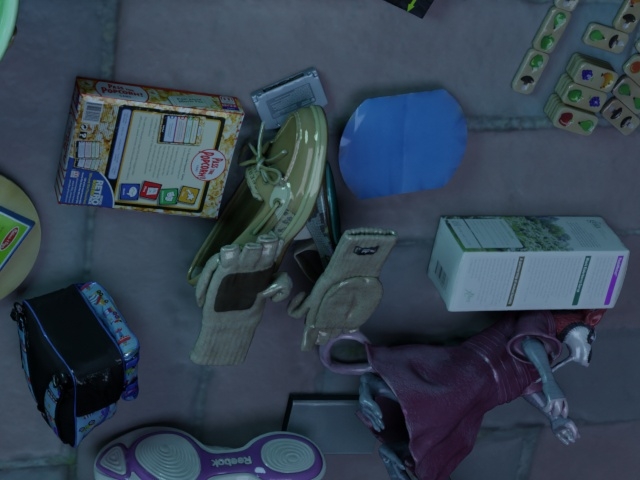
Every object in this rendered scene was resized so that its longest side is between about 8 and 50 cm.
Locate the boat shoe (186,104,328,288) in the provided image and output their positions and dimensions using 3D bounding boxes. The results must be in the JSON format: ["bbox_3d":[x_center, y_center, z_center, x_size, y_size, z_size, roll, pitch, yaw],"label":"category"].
[{"bbox_3d":[-0.072,-0.041,1.808,0.089,0.104,0.285,14,120,-20],"label":"boat shoe"}]

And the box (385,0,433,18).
[{"bbox_3d":[0.108,-0.344,1.713,0.116,0.029,0.162,20,113,-27],"label":"box"}]

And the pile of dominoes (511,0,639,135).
[{"bbox_3d":[0.365,-0.246,1.850,0.196,0.040,0.251,14,117,-24],"label":"pile of dominoes"}]

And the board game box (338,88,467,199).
[{"bbox_3d":[0.096,-0.123,1.852,0.169,0.033,0.133,-9,119,-17],"label":"board game box"}]

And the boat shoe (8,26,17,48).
[{"bbox_3d":[-0.411,-0.218,1.617,0.170,0.063,0.059,6,123,-10],"label":"boat shoe"}]

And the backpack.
[{"bbox_3d":[-0.294,0.158,1.842,0.117,0.158,0.173,-21,142,-25],"label":"backpack"}]

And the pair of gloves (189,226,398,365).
[{"bbox_3d":[-0.038,0.062,1.822,0.240,0.042,0.204,-6,135,-21],"label":"pair of gloves"}]

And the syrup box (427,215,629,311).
[{"bbox_3d":[0.270,0.029,1.965,0.237,0.093,0.096,0,121,-18],"label":"syrup box"}]

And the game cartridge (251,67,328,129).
[{"bbox_3d":[-0.036,-0.165,1.793,0.083,0.017,0.056,-23,122,-2],"label":"game cartridge"}]

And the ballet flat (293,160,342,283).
[{"bbox_3d":[0.000,0.000,1.883,0.079,0.077,0.221,-10,127,13],"label":"ballet flat"}]

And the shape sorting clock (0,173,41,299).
[{"bbox_3d":[-0.429,0.000,1.761,0.206,0.040,0.206,-8,123,-13],"label":"shape sorting clock"}]

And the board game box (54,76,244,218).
[{"bbox_3d":[-0.200,-0.105,1.762,0.194,0.045,0.146,6,119,-21],"label":"board game box"}]

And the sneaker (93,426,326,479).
[{"bbox_3d":[-0.151,0.329,2.017,0.305,0.114,0.152,5,139,-10],"label":"sneaker"}]

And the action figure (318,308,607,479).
[{"bbox_3d":[0.218,0.173,2.028,0.370,0.275,0.248,-34,158,-16],"label":"action figure"}]

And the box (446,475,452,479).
[{"bbox_3d":[0.191,0.392,2.119,0.038,0.186,0.145,-26,126,0],"label":"box"}]

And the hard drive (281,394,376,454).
[{"bbox_3d":[0.016,0.252,2.075,0.135,0.022,0.094,2,121,-19],"label":"hard drive"}]

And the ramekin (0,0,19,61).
[{"bbox_3d":[-0.443,-0.264,1.481,0.303,0.148,0.303,-2,108,-6],"label":"ramekin"}]
